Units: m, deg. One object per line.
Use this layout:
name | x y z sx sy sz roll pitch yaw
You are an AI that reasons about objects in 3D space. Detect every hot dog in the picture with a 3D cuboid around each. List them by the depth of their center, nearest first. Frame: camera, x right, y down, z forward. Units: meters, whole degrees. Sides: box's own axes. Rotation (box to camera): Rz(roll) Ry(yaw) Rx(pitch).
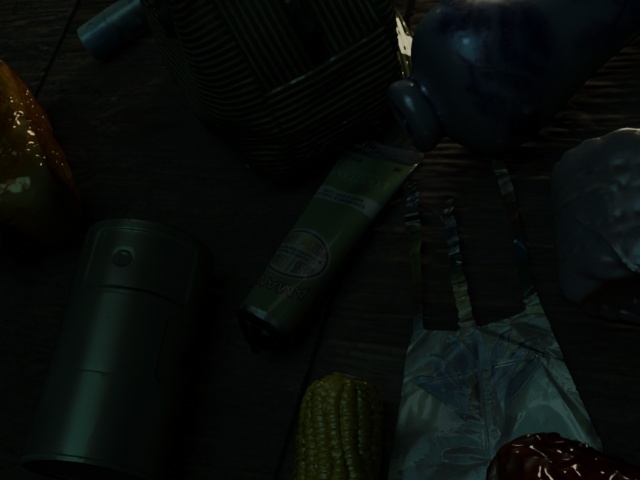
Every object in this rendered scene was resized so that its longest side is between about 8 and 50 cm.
hot dog | -0.371 -0.079 1.040 0.153 0.150 0.257 -32 53 -1

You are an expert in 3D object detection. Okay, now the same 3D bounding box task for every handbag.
handbag | -0.066 -0.254 0.907 0.247 0.240 0.341 -34 50 0

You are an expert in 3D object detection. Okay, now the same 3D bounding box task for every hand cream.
hand cream | 0.000 0.000 0.849 0.086 0.055 0.235 22 69 36

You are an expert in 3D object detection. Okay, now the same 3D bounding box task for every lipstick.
lipstick | -0.216 -0.278 1.122 0.158 0.048 0.048 -30 53 11

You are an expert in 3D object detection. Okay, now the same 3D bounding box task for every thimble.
thimble | 0.244 -0.008 0.666 0.151 0.127 0.118 -10 61 25

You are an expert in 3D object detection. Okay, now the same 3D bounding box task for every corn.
corn | 0.011 0.201 0.719 0.072 0.072 0.203 -9 61 25

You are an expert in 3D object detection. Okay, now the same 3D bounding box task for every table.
table | -0.178 0.105 0.839 0.126 0.126 0.220 -5 62 27

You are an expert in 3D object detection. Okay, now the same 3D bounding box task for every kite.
kite | 0.135 0.074 0.755 0.169 0.015 0.310 -10 62 24

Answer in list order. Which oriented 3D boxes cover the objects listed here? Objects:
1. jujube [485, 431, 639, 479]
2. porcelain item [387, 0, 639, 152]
jujube | 0.190 0.216 0.560 0.168 0.168 0.236 -43 43 2
porcelain item | 0.180 -0.167 0.792 0.259 0.141 0.141 -31 53 -2
